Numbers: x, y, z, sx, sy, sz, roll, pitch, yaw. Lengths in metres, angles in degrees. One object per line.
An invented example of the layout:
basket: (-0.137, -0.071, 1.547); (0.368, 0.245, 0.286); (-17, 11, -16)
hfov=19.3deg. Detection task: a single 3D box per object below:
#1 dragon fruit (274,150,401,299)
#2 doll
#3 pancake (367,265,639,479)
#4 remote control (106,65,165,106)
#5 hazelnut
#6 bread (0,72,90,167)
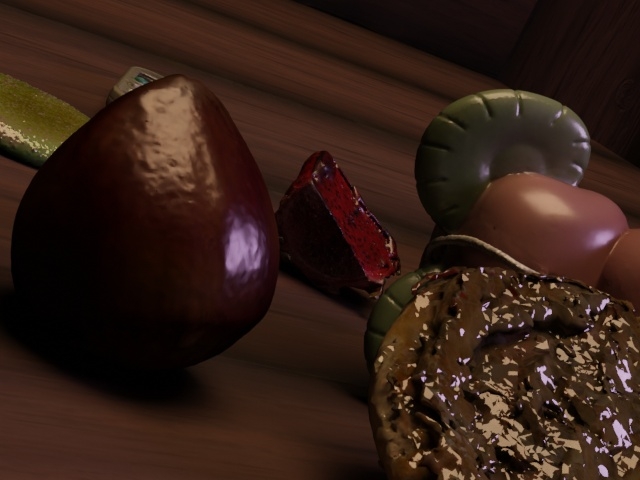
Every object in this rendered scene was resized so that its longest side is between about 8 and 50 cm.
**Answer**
dragon fruit: (0.000, 0.000, 1.807); (0.147, 0.096, 0.102); (57, 21, -7)
doll: (0.183, 0.029, 1.534); (0.268, 0.284, 0.216); (13, 3, -23)
pancake: (0.199, 0.162, 1.311); (0.382, 0.071, 0.382); (19, 38, -16)
remote control: (-0.196, -0.156, 2.124); (0.078, 0.042, 0.221); (25, 11, -5)
hazelnut: (-0.118, -0.016, 1.314); (0.208, 0.208, 0.208); (26, 12, -6)
bread: (-0.291, -0.122, 1.797); (0.228, 0.033, 0.228); (24, 13, -6)
